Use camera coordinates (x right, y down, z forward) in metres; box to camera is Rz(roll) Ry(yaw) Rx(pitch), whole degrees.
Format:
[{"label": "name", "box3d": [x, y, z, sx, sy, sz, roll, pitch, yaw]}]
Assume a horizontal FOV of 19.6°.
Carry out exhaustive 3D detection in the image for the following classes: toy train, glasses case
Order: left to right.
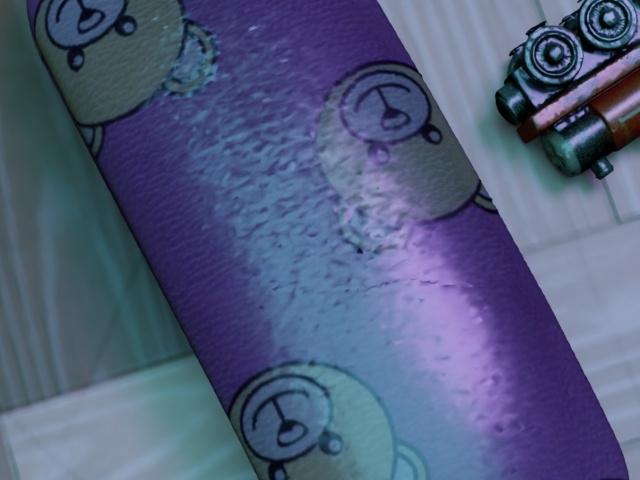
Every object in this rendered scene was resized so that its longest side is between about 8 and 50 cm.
[{"label": "glasses case", "box3d": [0.000, 0.000, 0.680, 0.123, 0.076, 0.316, -27, 77, -7]}, {"label": "toy train", "box3d": [0.118, -0.066, 0.716, 0.103, 0.044, 0.064, -33, 88, -8]}]
